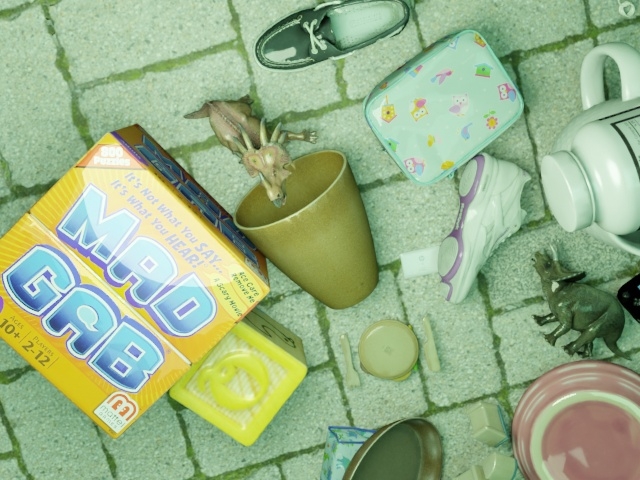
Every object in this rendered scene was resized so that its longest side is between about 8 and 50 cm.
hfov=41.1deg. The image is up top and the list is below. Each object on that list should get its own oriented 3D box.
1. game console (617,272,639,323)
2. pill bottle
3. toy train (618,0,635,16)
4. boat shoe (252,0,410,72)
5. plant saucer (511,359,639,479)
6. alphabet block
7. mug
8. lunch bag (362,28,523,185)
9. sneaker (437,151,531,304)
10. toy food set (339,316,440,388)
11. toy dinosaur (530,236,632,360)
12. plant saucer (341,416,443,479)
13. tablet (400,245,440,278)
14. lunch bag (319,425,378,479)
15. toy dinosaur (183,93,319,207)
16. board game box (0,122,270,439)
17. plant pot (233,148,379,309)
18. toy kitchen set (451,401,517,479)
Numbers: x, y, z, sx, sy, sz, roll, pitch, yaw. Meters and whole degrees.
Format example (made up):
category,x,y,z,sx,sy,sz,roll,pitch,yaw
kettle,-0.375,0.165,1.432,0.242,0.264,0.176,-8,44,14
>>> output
category,x,y,z,sx,sy,sz,roll,pitch,yaw
game console,0.766,0.048,1.680,0.361,0.213,0.044,-36,137,4
pill bottle,0.513,-0.120,1.300,0.323,0.181,0.181,-18,101,-1
toy train,0.635,-0.516,1.643,0.166,0.046,0.125,-40,100,2
boat shoe,0.018,-0.393,1.590,0.302,0.091,0.114,-22,101,-1
plant saucer,0.554,0.412,1.728,0.332,0.084,0.332,2,98,16
alphabet block,-0.155,0.240,1.632,0.192,0.197,0.193,34,95,-10
mug,0.553,-0.174,1.553,0.276,0.328,0.374,-13,100,-3
lunch bag,0.230,-0.245,1.626,0.279,0.108,0.224,-37,105,4
sneaker,0.326,-0.011,1.670,0.152,0.114,0.305,12,103,-19
toy food set,0.139,0.225,1.741,0.192,0.038,0.132,-11,93,3
toy dinosaur,0.535,0.152,1.716,0.313,0.121,0.160,37,108,-6
plant saucer,0.131,0.491,1.702,0.311,0.050,0.310,-18,116,-42
tablet,0.206,0.044,1.725,0.083,0.006,0.054,-12,100,-3
lunch bag,0.086,0.456,1.747,0.151,0.096,0.128,7,100,-19
toy dinosaur,-0.137,-0.191,1.541,0.296,0.200,0.127,34,103,14
board game box,-0.341,0.048,1.502,0.356,0.356,0.356,-44,101,4
plant pot,0.000,0.000,1.608,0.237,0.237,0.254,-30,116,1
toy kitchen set,0.318,0.461,1.772,0.122,0.166,0.207,24,128,-31
